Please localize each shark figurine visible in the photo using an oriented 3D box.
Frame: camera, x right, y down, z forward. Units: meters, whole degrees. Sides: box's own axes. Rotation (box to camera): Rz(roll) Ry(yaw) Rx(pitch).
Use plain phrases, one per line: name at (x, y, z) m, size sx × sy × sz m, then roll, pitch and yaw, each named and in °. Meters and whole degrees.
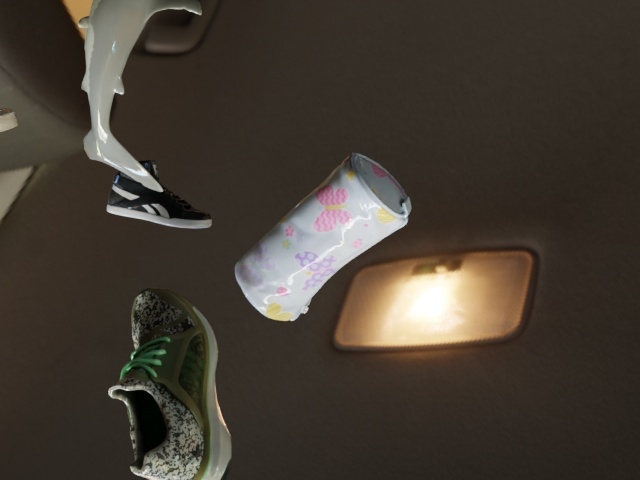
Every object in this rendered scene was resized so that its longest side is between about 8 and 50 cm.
shark figurine at (-0.178, -0.204, 0.786) m, size 0.116 × 0.166 × 0.278 m, roll 6°, pitch -108°, yaw 2°

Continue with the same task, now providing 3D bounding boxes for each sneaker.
sneaker at (-0.316, -0.097, 1.559) m, size 0.217 × 0.079 × 0.121 m, roll 10°, pitch -83°, yaw 8°
sneaker at (-0.270, 0.231, 1.312) m, size 0.158 × 0.182 × 0.410 m, roll -35°, pitch -128°, yaw 15°

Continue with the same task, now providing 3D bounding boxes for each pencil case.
pencil case at (0.000, 0.000, 1.125) m, size 0.273 × 0.113 × 0.124 m, roll -43°, pitch -104°, yaw 25°

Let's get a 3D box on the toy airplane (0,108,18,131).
toy airplane at (-0.630, -0.099, 1.000) m, size 0.385 × 0.272 × 0.386 m, roll 7°, pitch -141°, yaw -1°
